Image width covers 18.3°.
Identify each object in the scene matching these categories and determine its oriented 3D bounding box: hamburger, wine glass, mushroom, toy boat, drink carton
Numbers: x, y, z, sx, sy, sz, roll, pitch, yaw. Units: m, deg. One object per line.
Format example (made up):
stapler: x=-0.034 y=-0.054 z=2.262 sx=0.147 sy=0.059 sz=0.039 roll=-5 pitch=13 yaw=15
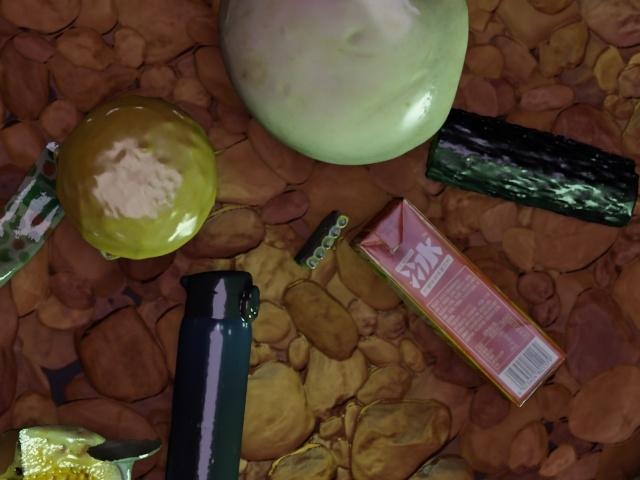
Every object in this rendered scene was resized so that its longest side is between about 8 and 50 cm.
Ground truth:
hamburger: x=-0.176 y=-0.058 z=1.886 sx=0.162 sy=0.115 sz=0.162 roll=0 pitch=87 yaw=-9
wine glass: x=-0.176 y=0.317 z=1.895 sx=0.074 sy=0.074 sz=0.262 roll=-5 pitch=105 yaw=-5
mushroom: x=0.032 y=-0.197 z=1.874 sx=0.246 sy=0.202 sz=0.246 roll=15 pitch=122 yaw=26
toy boat: x=0.000 y=0.000 z=1.903 sx=0.016 sy=0.115 sz=0.063 roll=37 pitch=88 yaw=-3
drink carton: x=0.131 y=0.058 z=1.926 sx=0.223 sy=0.096 sz=0.071 roll=44 pitch=87 yaw=-5

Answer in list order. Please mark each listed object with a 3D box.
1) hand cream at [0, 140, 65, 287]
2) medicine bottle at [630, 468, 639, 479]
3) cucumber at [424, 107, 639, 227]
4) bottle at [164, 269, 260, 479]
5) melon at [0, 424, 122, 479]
hand cream: x=-0.286 y=-0.017 z=1.924 sx=0.057 sy=0.037 sz=0.165 roll=36 pitch=82 yaw=-5
medicine bottle: x=0.350 y=0.290 z=1.919 sx=0.152 sy=0.152 sz=0.254 roll=40 pitch=87 yaw=-4
cucumber: x=0.211 y=-0.071 z=1.947 sx=0.211 sy=0.062 sz=0.078 roll=14 pitch=89 yaw=-5
bottle: x=-0.104 y=0.150 z=1.916 sx=0.082 sy=0.072 sz=0.244 roll=4 pitch=90 yaw=25
melon: x=-0.255 y=0.241 z=1.909 sx=0.128 sy=0.079 sz=0.160 roll=-14 pitch=103 yaw=-29
